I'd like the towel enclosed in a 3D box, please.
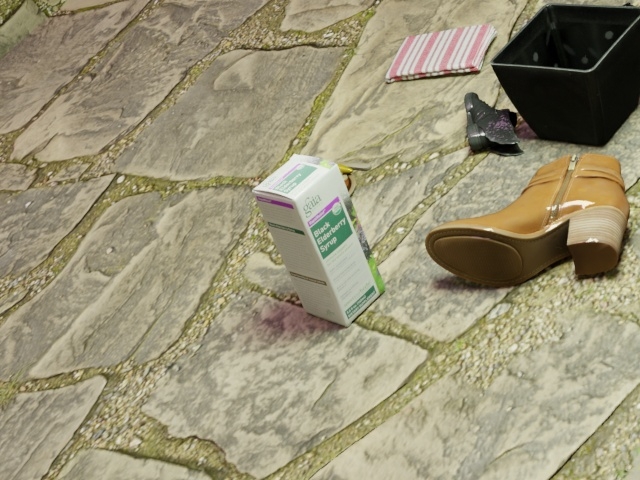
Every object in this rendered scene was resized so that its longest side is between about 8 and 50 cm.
[{"bbox_3d":[0.229,-0.353,2.341,0.197,0.029,0.144,-4,38,30],"label":"towel"}]

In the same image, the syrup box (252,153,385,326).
[{"bbox_3d":[0.000,0.000,1.783,0.096,0.237,0.093,16,48,44],"label":"syrup box"}]

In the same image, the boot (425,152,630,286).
[{"bbox_3d":[0.304,-0.047,1.785,0.283,0.109,0.220,-6,38,20],"label":"boot"}]

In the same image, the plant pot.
[{"bbox_3d":[0.415,-0.259,1.970,0.188,0.167,0.187,11,46,42],"label":"plant pot"}]

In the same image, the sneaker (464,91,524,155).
[{"bbox_3d":[0.292,-0.199,2.066,0.089,0.051,0.170,-12,39,15],"label":"sneaker"}]

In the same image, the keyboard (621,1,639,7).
[{"bbox_3d":[0.541,-0.393,2.203,0.192,0.038,0.100,-32,34,-15],"label":"keyboard"}]

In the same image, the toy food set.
[{"bbox_3d":[-0.005,-0.089,2.090,0.132,0.038,0.192,3,41,34],"label":"toy food set"}]
